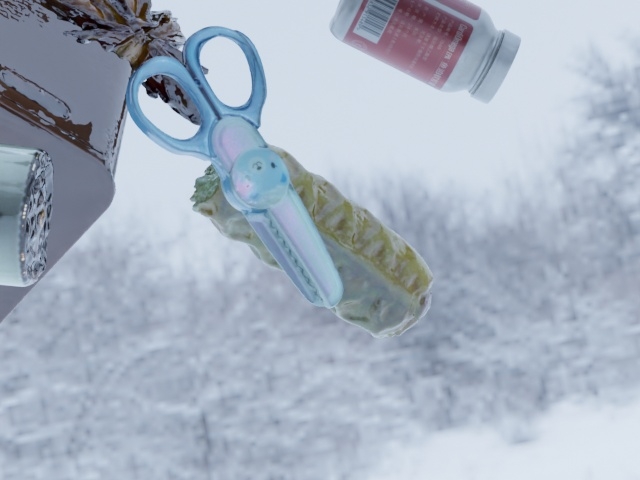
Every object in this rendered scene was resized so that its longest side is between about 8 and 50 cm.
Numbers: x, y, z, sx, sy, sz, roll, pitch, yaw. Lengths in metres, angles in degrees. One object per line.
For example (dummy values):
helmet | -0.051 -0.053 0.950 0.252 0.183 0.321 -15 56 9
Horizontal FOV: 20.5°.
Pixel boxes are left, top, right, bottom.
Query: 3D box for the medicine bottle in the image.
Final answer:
medicine bottle | 0.145 -0.292 2.475 0.250 0.131 0.131 26 -9 -5

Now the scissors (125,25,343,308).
scissors | -0.056 -0.054 1.484 0.125 0.256 0.030 -35 7 -26

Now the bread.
bread | -0.001 0.001 1.732 0.269 0.098 0.087 36 -31 -21

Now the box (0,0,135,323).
box | -0.363 -0.095 1.837 0.239 0.229 0.339 32 -51 -20

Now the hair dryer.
hair dryer | -0.358 0.087 1.580 0.203 0.362 0.128 6 4 1

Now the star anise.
star anise | -0.173 -0.202 1.684 0.053 0.212 0.157 -53 13 35
